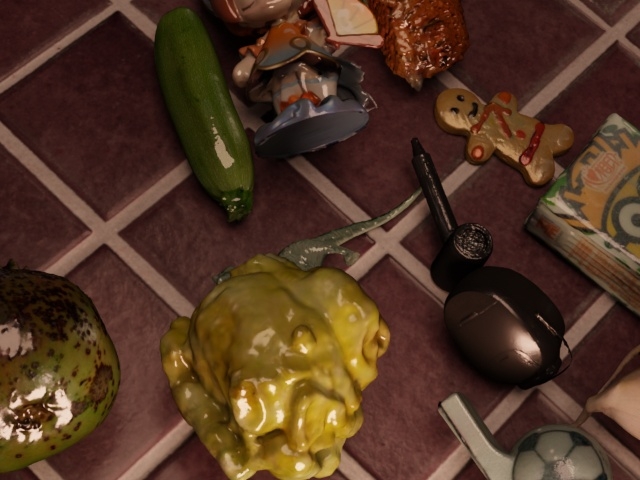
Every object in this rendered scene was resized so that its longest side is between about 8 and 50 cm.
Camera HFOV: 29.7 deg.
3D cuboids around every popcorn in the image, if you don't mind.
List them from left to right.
[{"bbox_3d":[-0.057,0.181,1.639,0.312,0.312,0.312,4,63,-7],"label":"popcorn"}]

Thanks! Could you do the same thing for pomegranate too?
[{"bbox_3d":[-0.427,0.140,1.633,0.285,0.285,0.340,-14,36,-15],"label":"pomegranate"}]

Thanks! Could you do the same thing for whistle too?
[{"bbox_3d":[0.310,0.305,1.698,0.163,0.163,0.289,-28,72,-20],"label":"whistle"}]

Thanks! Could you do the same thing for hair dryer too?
[{"bbox_3d":[0.186,-0.056,1.864,0.070,0.128,0.255,-14,71,-16],"label":"hair dryer"}]

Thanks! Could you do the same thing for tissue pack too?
[{"bbox_3d":[0.512,-0.022,1.905,0.311,0.128,0.228,38,64,10],"label":"tissue pack"}]

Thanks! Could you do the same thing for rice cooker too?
[{"bbox_3d":[0.277,0.128,1.782,0.203,0.142,0.118,45,44,-10],"label":"rice cooker"}]

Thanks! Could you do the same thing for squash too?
[{"bbox_3d":[-0.187,-0.211,1.906,0.107,0.107,0.395,-14,68,-15],"label":"squash"}]

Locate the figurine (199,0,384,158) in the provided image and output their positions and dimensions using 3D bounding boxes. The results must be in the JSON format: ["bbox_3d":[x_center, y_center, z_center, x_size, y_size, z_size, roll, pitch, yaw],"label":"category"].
[{"bbox_3d":[-0.049,-0.338,1.910,0.277,0.248,0.388,-21,79,11],"label":"figurine"}]

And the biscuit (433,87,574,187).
[{"bbox_3d":[0.297,-0.182,2.009,0.234,0.030,0.153,30,61,6],"label":"biscuit"}]

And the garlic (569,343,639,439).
[{"bbox_3d":[0.547,0.193,1.740,0.340,0.246,0.231,8,62,-3],"label":"garlic"}]

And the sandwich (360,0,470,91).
[{"bbox_3d":[0.144,-0.394,2.029,0.162,0.250,0.301,-15,70,32],"label":"sandwich"}]

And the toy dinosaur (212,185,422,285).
[{"bbox_3d":[0.028,0.028,1.835,0.383,0.076,0.129,-18,47,-25],"label":"toy dinosaur"}]
